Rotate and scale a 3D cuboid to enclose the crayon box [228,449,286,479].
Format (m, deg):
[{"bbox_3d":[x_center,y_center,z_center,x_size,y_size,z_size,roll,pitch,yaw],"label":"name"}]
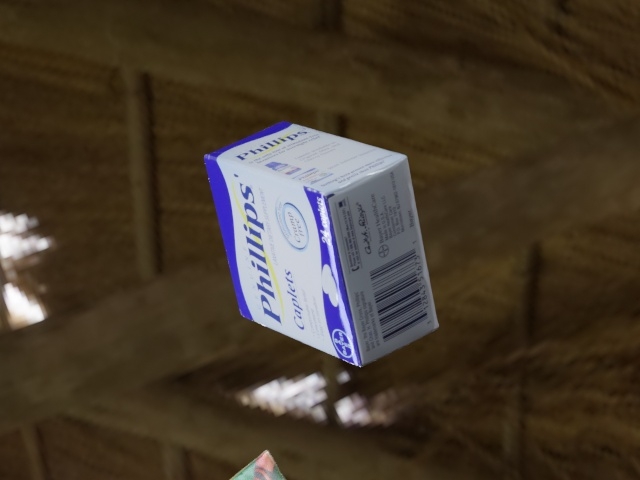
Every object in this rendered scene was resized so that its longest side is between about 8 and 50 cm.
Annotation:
[{"bbox_3d":[-0.044,0.331,1.306,0.081,0.318,0.202,-7,-29,-48],"label":"crayon box"}]

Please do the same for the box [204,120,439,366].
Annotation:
[{"bbox_3d":[0.000,0.000,1.256,0.072,0.137,0.126,-26,-63,-30],"label":"box"}]
